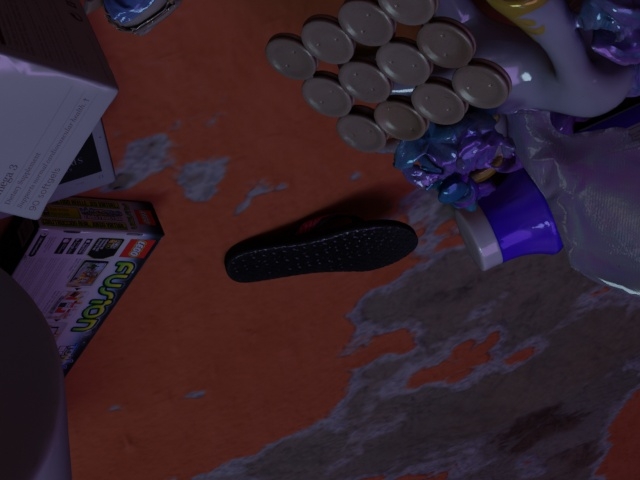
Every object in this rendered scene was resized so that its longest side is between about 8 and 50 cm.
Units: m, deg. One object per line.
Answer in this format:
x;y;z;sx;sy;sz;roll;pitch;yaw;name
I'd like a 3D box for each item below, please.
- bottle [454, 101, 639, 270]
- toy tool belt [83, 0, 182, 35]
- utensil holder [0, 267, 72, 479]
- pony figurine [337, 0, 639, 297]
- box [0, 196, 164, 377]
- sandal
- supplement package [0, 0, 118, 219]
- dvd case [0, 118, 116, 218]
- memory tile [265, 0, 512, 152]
0.268;-0.058;1.203;0.282;0.092;0.118;-24;151;-4;bottle
-0.110;-0.168;0.794;0.083;0.052;0.051;-44;153;27;toy tool belt
-0.338;0.223;0.939;0.327;0.328;0.385;-13;142;-22;utensil holder
0.178;-0.126;0.911;0.350;0.303;0.363;2;158;16;pony figurine
-0.226;0.045;1.045;0.114;0.036;0.207;3;138;-40;box
0.000;0.000;1.153;0.179;0.040;0.067;-7;142;-4;sandal
-0.222;-0.098;0.696;0.179;0.105;0.105;14;125;-39;supplement package
-0.235;-0.099;0.793;0.179;0.030;0.239;-19;139;-13;dvd case
0.042;-0.110;0.806;0.113;0.012;0.148;44;143;-24;memory tile
